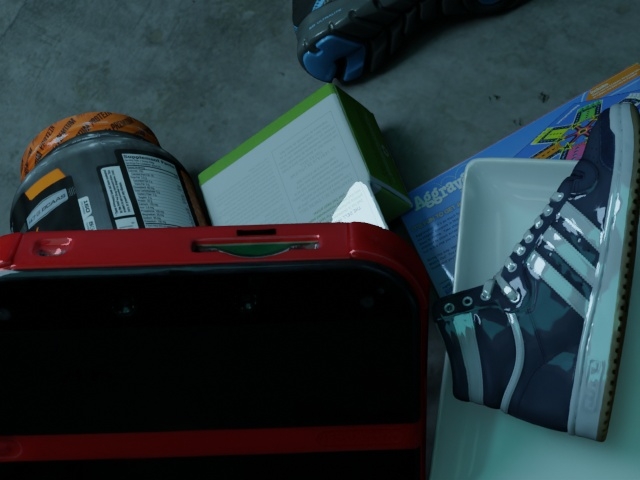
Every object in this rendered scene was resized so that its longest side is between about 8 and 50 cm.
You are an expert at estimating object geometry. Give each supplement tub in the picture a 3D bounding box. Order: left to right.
[{"bbox_3d":[-0.208,0.037,0.950,0.207,0.207,0.338,-32,55,11],"label":"supplement tub"}]

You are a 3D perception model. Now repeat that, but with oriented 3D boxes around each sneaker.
[{"bbox_3d":[0.116,-0.307,0.986,0.341,0.125,0.140,-21,59,14],"label":"sneaker"},{"bbox_3d":[0.184,0.015,0.763,0.153,0.099,0.282,7,82,22],"label":"sneaker"}]

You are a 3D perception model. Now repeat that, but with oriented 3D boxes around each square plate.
[{"bbox_3d":[0.281,0.099,0.783,0.347,0.049,0.344,4,78,23],"label":"square plate"}]

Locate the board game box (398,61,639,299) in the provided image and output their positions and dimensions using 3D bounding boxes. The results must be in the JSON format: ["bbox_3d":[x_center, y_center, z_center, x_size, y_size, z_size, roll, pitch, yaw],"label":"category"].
[{"bbox_3d":[0.222,-0.047,0.894,0.281,0.027,0.145,-29,63,13],"label":"board game box"}]

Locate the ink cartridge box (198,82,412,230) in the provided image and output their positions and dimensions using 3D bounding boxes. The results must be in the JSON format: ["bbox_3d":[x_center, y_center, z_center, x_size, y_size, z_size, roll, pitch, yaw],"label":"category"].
[{"bbox_3d":[0.000,0.000,0.925,0.189,0.097,0.255,-32,61,22],"label":"ink cartridge box"}]

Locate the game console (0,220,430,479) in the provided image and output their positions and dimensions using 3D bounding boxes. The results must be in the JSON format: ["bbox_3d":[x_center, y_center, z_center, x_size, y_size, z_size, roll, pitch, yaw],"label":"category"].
[{"bbox_3d":[-0.100,0.148,0.773,0.386,0.342,0.060,-2,29,1],"label":"game console"}]
